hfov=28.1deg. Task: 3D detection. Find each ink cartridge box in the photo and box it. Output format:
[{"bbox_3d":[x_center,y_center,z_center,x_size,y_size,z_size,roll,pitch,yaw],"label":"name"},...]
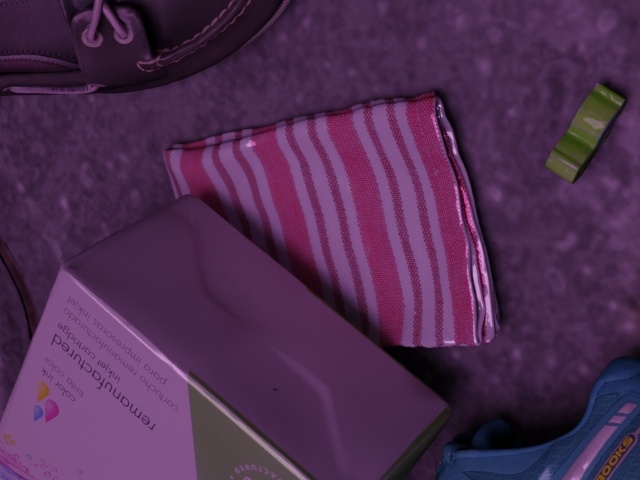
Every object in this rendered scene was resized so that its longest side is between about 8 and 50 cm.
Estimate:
[{"bbox_3d":[-0.098,0.172,0.790,0.207,0.119,0.353,39,130,12],"label":"ink cartridge box"}]

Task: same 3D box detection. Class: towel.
[{"bbox_3d":[0.000,0.000,0.735,0.197,0.029,0.144,-8,104,33],"label":"towel"}]

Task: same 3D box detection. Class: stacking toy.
[{"bbox_3d":[0.215,-0.068,0.564,0.167,0.052,0.221,37,124,14],"label":"stacking toy"}]

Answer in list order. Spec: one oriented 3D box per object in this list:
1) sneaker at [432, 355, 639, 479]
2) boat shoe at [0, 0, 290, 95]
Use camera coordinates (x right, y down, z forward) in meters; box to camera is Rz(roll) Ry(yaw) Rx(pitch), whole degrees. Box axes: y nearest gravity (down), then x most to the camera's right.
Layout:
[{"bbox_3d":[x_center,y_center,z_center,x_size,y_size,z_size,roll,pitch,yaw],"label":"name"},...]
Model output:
[{"bbox_3d":[0.099,0.159,0.713,0.275,0.107,0.110,-37,68,31],"label":"sneaker"},{"bbox_3d":[-0.170,-0.130,0.744,0.335,0.095,0.112,-3,107,32],"label":"boat shoe"}]
